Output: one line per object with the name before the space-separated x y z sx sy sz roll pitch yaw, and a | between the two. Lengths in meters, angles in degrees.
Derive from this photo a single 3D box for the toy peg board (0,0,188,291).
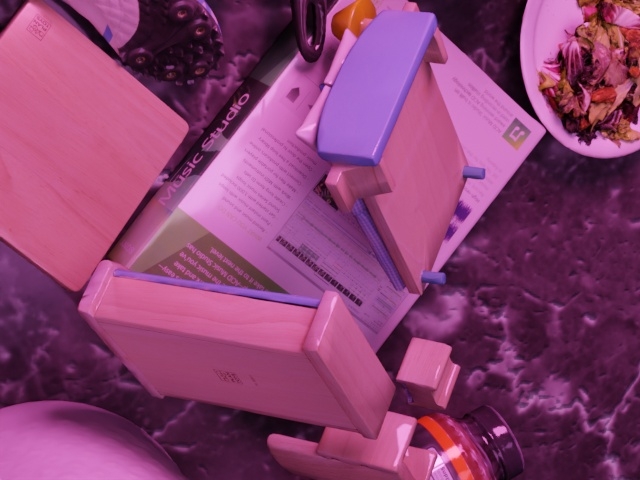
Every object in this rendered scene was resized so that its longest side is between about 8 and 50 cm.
toy peg board | -0.216 -0.072 1.147 0.161 0.079 0.160 41 71 -26

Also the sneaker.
sneaker | -0.159 -0.200 1.120 0.085 0.086 0.237 -35 132 21

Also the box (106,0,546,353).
box | 0.009 -0.040 1.251 0.232 0.058 0.322 40 86 -26

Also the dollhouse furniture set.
dollhouse furniture set | 0.000 0.000 1.189 0.303 0.198 0.286 -67 149 -26

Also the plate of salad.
plate of salad | 0.260 -0.171 1.311 0.200 0.048 0.200 -5 99 -30

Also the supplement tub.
supplement tub | 0.080 0.221 1.323 0.198 0.106 0.106 -27 113 -15

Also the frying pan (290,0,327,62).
frying pan | -0.003 -0.326 1.158 0.197 0.053 0.326 -35 119 -25

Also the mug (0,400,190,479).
mug | -0.217 0.329 1.103 0.374 0.328 0.276 -36 114 -10
